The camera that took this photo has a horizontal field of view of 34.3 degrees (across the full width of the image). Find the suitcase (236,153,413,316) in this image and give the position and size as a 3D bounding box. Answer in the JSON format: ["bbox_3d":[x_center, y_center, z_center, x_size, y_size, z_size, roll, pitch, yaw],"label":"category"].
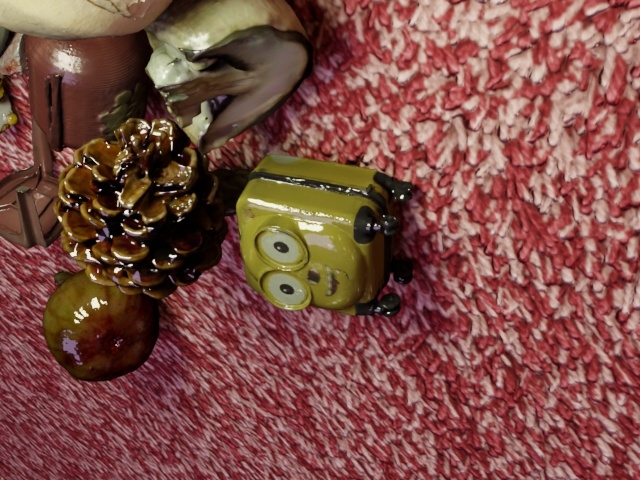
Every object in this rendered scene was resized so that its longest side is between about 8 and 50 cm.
[{"bbox_3d":[0.000,0.000,1.403,0.235,0.143,0.193,11,136,17],"label":"suitcase"}]

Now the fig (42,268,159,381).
[{"bbox_3d":[-0.438,0.118,1.942,0.321,0.217,0.217,37,151,47],"label":"fig"}]

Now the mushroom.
[{"bbox_3d":[-0.122,-0.241,1.266,0.164,0.190,0.267,63,179,16],"label":"mushroom"}]

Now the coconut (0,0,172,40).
[{"bbox_3d":[-0.251,-0.408,1.077,0.346,0.346,0.360,44,123,-4],"label":"coconut"}]

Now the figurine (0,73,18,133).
[{"bbox_3d":[-0.550,-0.234,1.749,0.143,0.068,0.101,-31,88,52],"label":"figurine"}]

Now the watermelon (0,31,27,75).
[{"bbox_3d":[-0.467,-0.295,1.599,0.081,0.094,0.180,44,162,-19],"label":"watermelon"}]

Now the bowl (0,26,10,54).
[{"bbox_3d":[-0.631,-0.390,1.506,0.354,0.185,0.353,26,133,31],"label":"bowl"}]

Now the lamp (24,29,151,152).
[{"bbox_3d":[-0.328,-0.230,1.455,0.180,0.180,0.258,32,145,13],"label":"lamp"}]

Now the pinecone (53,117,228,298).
[{"bbox_3d":[-0.238,-0.041,1.402,0.243,0.243,0.257,47,159,-8],"label":"pinecone"}]

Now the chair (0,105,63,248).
[{"bbox_3d":[-0.484,-0.052,1.781,0.176,0.183,0.326,27,141,20],"label":"chair"}]

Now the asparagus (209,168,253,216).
[{"bbox_3d":[-0.164,-0.070,1.563,0.287,0.080,0.080,-5,124,44],"label":"asparagus"}]
